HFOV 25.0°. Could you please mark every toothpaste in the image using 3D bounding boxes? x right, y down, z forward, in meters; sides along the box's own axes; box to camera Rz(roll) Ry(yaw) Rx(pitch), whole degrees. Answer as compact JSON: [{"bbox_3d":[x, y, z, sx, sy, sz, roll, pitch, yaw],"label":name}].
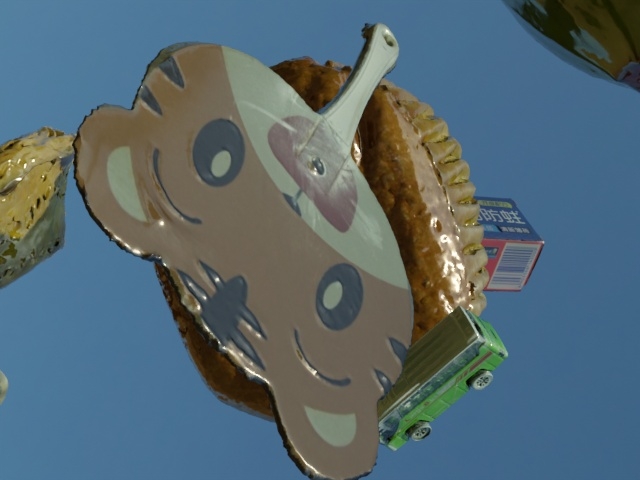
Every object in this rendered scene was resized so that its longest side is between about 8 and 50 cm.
[{"bbox_3d":[0.048,-0.003,1.327,0.076,0.320,0.066,60,-42,48],"label":"toothpaste"}]

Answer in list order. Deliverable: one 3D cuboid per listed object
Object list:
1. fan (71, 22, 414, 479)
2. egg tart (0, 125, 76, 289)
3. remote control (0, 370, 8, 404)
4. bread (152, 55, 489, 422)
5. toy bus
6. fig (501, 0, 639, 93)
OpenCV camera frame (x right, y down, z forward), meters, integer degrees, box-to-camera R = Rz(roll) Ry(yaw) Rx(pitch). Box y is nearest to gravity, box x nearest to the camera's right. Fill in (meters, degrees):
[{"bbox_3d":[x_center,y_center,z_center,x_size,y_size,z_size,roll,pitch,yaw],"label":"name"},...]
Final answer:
[{"bbox_3d":[-0.002,-0.025,0.532,0.008,0.152,0.226,-29,-161,34],"label":"fan"},{"bbox_3d":[-0.385,0.001,1.557,0.341,0.341,0.132,-30,-85,23],"label":"egg tart"},{"bbox_3d":[-0.397,0.124,1.120,0.090,0.310,0.038,31,-62,52],"label":"remote control"},{"bbox_3d":[0.000,0.000,1.019,0.227,0.142,0.253,-12,-86,10],"label":"bread"},{"bbox_3d":[0.056,0.072,0.750,0.083,0.037,0.031,-42,-133,15],"label":"toy bus"},{"bbox_3d":[0.263,-0.265,1.189,0.316,0.316,0.316,-12,-113,31],"label":"fig"}]
